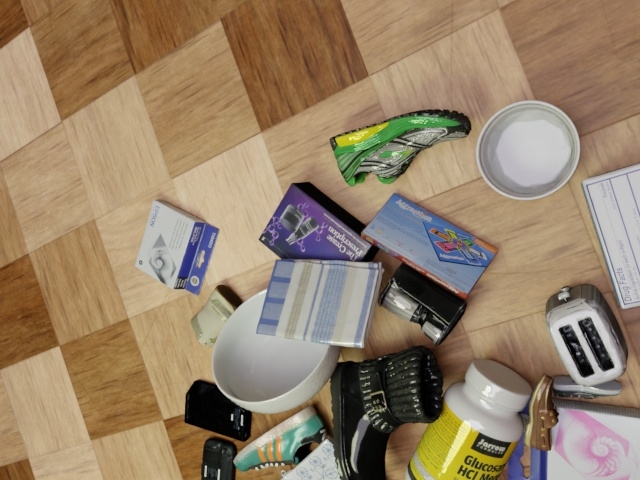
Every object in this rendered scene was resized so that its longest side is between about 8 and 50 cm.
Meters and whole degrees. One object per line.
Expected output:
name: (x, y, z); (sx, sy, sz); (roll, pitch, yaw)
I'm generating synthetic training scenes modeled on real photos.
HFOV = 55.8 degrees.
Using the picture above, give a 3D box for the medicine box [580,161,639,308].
medicine box: (0.691, -0.036, 1.169); (0.289, 0.149, 0.264); (-18, 88, 26)

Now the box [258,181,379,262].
box: (0.000, 0.000, 1.529); (0.261, 0.103, 0.184); (38, 112, 17)

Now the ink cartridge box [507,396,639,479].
ink cartridge box: (0.577, 0.520, 1.327); (0.330, 0.071, 0.324); (1, 96, 24)

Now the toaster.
toaster: (0.556, 0.207, 1.260); (0.129, 0.146, 0.227); (-26, 84, 26)

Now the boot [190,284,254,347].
boot: (-0.262, 0.252, 1.693); (0.213, 0.077, 0.165); (48, 113, 15)

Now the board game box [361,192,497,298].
board game box: (0.250, 0.007, 1.401); (0.281, 0.027, 0.145); (32, 65, 20)

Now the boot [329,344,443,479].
boot: (0.160, 0.425, 1.380); (0.260, 0.131, 0.348); (-14, 79, 34)

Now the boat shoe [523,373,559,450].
boat shoe: (0.481, 0.370, 1.293); (0.060, 0.064, 0.178); (16, 111, 33)

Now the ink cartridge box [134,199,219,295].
ink cartridge box: (-0.423, 0.023, 1.761); (0.224, 0.045, 0.223); (25, 105, 21)

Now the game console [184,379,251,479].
game console: (-0.308, 0.601, 1.771); (0.213, 0.044, 0.362); (9, 99, 26)

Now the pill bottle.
pill bottle: (0.337, 0.444, 1.365); (0.187, 0.188, 0.334); (28, 107, 20)

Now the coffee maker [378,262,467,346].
coffee maker: (0.250, 0.130, 1.412); (0.178, 0.120, 0.171); (33, 107, 18)

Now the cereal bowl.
cereal bowl: (-0.093, 0.279, 1.501); (0.338, 0.141, 0.339); (-18, 45, 19)

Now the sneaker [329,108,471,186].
sneaker: (0.192, -0.217, 1.413); (0.343, 0.134, 0.146); (-12, 97, 35)

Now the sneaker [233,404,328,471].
sneaker: (-0.109, 0.569, 1.635); (0.302, 0.108, 0.121); (-39, 75, 22)

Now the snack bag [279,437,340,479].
snack bag: (0.024, 0.711, 1.581); (0.323, 0.037, 0.342); (44, 112, -3)

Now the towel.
towel: (-0.002, 0.140, 1.417); (0.284, 0.034, 0.209); (2, 64, 26)

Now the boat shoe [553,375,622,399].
boat shoe: (0.580, 0.325, 1.320); (0.142, 0.049, 0.040); (-1, 114, 27)

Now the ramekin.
ramekin: (0.446, -0.190, 1.292); (0.207, 0.109, 0.207); (3, 96, 25)
